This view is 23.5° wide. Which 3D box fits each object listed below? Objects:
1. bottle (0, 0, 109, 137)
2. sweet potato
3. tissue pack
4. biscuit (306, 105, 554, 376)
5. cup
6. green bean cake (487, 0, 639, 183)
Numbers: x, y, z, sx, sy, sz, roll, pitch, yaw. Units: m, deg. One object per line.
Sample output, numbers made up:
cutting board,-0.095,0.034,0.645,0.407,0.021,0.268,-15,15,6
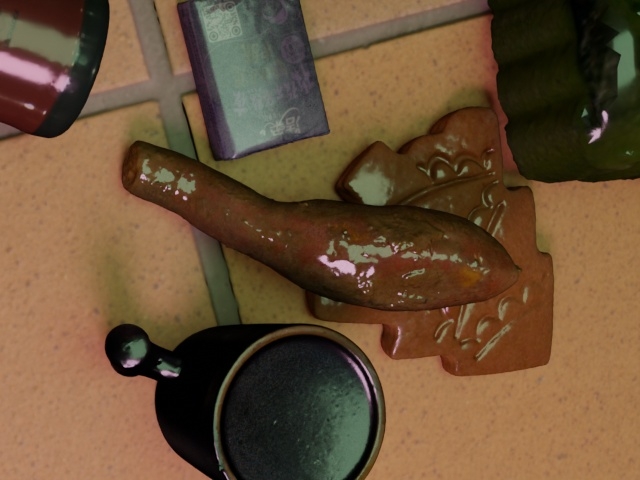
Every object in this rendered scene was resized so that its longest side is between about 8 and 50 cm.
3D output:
bottle,-0.349,-0.199,1.256,0.336,0.144,0.144,18,83,-25
sweet potato,0.000,0.000,1.429,0.385,0.109,0.109,13,85,-9
tissue pack,-0.063,-0.161,1.449,0.112,0.051,0.156,-17,99,-22
biscuit,0.138,0.023,1.555,0.306,0.043,0.284,45,73,-20
cup,-0.075,0.123,1.379,0.166,0.177,0.239,-43,109,-18
green bean cake,0.353,-0.220,1.551,0.335,0.218,0.319,-9,90,-25
